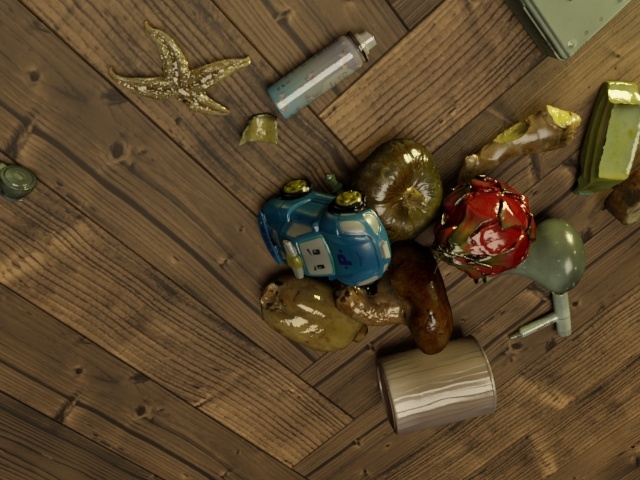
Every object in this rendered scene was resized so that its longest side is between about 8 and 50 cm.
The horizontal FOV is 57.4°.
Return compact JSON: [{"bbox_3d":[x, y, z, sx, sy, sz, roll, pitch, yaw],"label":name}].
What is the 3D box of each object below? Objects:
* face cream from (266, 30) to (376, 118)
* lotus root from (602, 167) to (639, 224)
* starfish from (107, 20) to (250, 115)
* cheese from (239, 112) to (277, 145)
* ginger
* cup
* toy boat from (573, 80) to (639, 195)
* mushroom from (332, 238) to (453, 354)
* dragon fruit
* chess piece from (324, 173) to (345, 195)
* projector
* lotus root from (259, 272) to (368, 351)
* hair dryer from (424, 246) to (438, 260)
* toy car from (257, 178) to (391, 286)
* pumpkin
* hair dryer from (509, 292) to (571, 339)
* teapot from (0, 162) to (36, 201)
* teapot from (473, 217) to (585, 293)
[{"bbox_3d":[0.005,-0.333,1.150,0.229,0.075,0.075,-34,120,8],"label":"face cream"},{"bbox_3d":[0.815,-0.137,1.406,0.260,0.075,0.170,-30,145,5],"label":"lotus root"},{"bbox_3d":[-0.268,-0.321,1.113,0.247,0.050,0.138,13,113,-22],"label":"starfish"},{"bbox_3d":[-0.132,-0.225,1.199,0.084,0.041,0.060,-14,129,-22],"label":"cheese"},{"bbox_3d":[0.438,-0.204,1.318,0.294,0.086,0.131,-31,149,16],"label":"ginger"},{"bbox_3d":[0.298,0.380,1.558,0.273,0.288,0.208,-13,84,-4],"label":"cup"},{"bbox_3d":[0.670,-0.222,1.351,0.111,0.084,0.277,-1,117,-14],"label":"toy boat"},{"bbox_3d":[0.195,0.130,1.345,0.254,0.267,0.267,-5,127,32],"label":"mushroom"},{"bbox_3d":[0.330,-0.009,1.265,0.293,0.233,0.234,-30,124,-25],"label":"dragon fruit"},{"bbox_3d":[0.042,-0.111,1.302,0.042,0.042,0.093,-35,115,8],"label":"chess piece"},{"bbox_3d":[0.471,-0.508,1.142,0.192,0.099,0.256,-44,118,11],"label":"projector"},{"bbox_3d":[-0.008,0.178,1.389,0.284,0.146,0.160,25,125,-25],"label":"lotus root"},{"bbox_3d":[0.290,0.019,1.428,0.083,0.047,0.026,-32,121,-10],"label":"hair dryer"},{"bbox_3d":[0.000,0.000,1.218,0.166,0.314,0.198,-40,129,-30],"label":"toy car"},{"bbox_3d":[0.168,-0.098,1.254,0.218,0.162,0.219,-11,113,-26],"label":"pumpkin"},{"bbox_3d":[0.594,0.219,1.604,0.183,0.044,0.155,-18,118,1],"label":"hair dryer"},{"bbox_3d":[-0.609,-0.114,1.150,0.088,0.066,0.057,38,124,-5],"label":"teapot"},{"bbox_3d":[0.496,0.043,1.417,0.250,0.183,0.184,-5,120,3],"label":"teapot"}]
